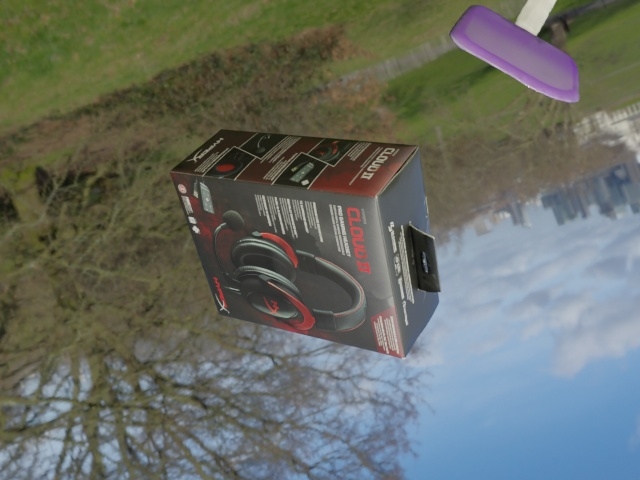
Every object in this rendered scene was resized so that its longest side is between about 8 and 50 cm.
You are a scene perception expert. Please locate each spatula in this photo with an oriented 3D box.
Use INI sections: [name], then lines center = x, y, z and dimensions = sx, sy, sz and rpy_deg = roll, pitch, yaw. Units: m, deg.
[spatula]
center = 0.159, -0.179, 0.501
dimensions = 0.296, 0.084, 0.030
rpy_deg = -59, 179, -39

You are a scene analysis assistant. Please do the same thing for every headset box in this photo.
[headset box]
center = 0.000, 0.000, 0.835
dimensions = 0.293, 0.218, 0.110
rpy_deg = 10, -140, 29
